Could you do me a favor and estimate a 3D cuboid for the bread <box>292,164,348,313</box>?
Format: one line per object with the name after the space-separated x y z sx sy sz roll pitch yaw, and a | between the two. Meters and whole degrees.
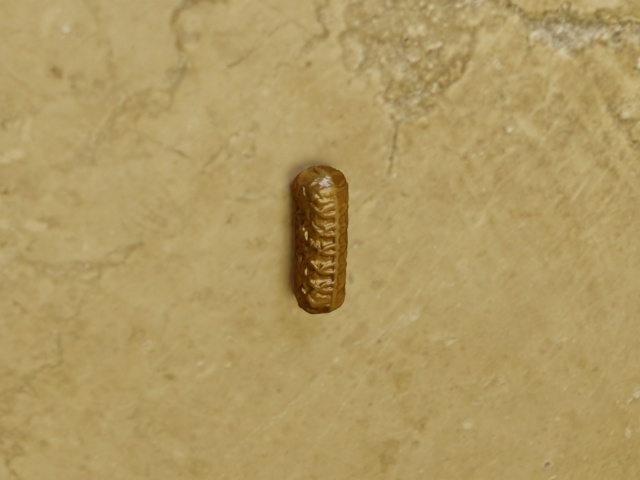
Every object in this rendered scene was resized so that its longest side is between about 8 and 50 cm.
0.000 0.000 1.511 0.052 0.044 0.157 -12 124 -19 | bread
